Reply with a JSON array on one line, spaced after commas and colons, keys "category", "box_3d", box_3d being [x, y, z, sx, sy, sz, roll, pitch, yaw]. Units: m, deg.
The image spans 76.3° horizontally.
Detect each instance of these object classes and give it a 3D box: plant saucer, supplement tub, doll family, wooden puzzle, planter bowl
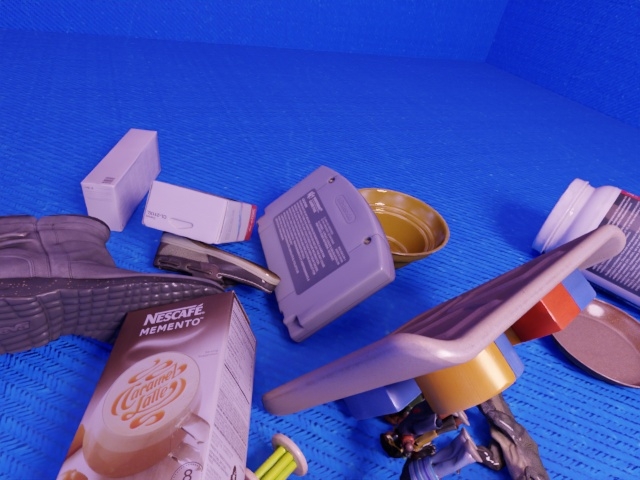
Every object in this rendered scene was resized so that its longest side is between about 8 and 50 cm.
[{"category": "plant saucer", "box_3d": [0.468, 0.169, 0.683, 0.199, 0.036, 0.198, 7, 36, -5]}, {"category": "supplement tub", "box_3d": [0.591, 0.011, 0.796, 0.272, 0.191, 0.191, 34, 42, 27]}, {"category": "doll family", "box_3d": [0.107, 0.219, 0.451, 0.076, 0.111, 0.193, 58, 9, 15]}, {"category": "wooden puzzle", "box_3d": [0.141, 0.118, 0.466, 0.348, 0.322, 0.080, -16, 72, -34]}, {"category": "planter bowl", "box_3d": [0.126, -0.008, 0.782, 0.217, 0.090, 0.217, 7, 37, -5]}]

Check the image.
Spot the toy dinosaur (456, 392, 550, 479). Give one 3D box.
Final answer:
[{"category": "toy dinosaur", "box_3d": [0.219, 0.240, 0.508, 0.118, 0.064, 0.268, 14, 33, -5]}]

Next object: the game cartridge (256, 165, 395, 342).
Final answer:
[{"category": "game cartridge", "box_3d": [0.000, 0.000, 0.675, 0.198, 0.062, 0.297, -32, 42, 8]}]

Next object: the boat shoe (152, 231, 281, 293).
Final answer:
[{"category": "boat shoe", "box_3d": [-0.169, 0.049, 0.646, 0.224, 0.080, 0.073, 19, 81, 20]}]

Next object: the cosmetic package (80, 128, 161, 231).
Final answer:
[{"category": "cosmetic package", "box_3d": [-0.383, -0.127, 0.803, 0.061, 0.098, 0.239, 5, 36, -5]}]

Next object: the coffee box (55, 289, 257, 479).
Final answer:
[{"category": "coffee box", "box_3d": [-0.152, 0.182, 0.416, 0.141, 0.098, 0.246, -12, 37, 5]}]

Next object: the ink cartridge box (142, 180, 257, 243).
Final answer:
[{"category": "ink cartridge box", "box_3d": [-0.195, -0.045, 0.695, 0.128, 0.072, 0.175, 15, 3, 4]}]

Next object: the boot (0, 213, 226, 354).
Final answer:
[{"category": "boot", "box_3d": [-0.304, 0.037, 0.570, 0.339, 0.118, 0.222, 8, 28, -29]}]

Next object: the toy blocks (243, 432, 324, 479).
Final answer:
[{"category": "toy blocks", "box_3d": [-0.055, 0.278, 0.384, 0.123, 0.054, 0.148, 33, 42, 26]}]
